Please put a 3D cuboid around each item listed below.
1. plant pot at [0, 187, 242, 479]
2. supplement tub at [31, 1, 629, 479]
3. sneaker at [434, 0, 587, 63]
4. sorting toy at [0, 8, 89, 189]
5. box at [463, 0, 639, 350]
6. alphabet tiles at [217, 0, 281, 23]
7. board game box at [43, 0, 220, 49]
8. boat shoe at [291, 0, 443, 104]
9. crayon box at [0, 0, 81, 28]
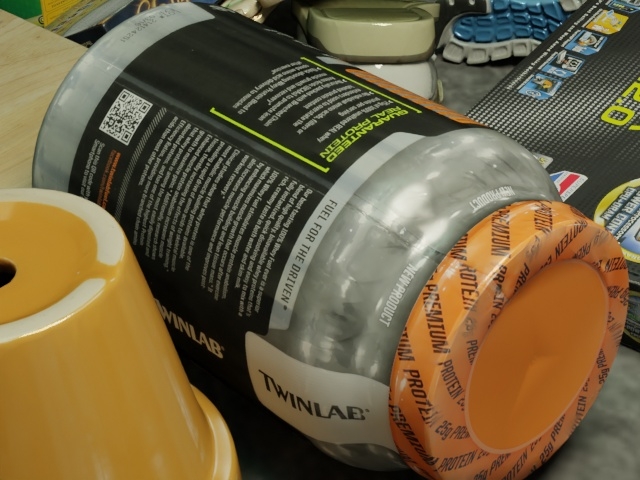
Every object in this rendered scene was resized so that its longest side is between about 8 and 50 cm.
[{"bbox_3d":[-0.144,0.085,0.767,0.205,0.188,0.205,-3,34,2],"label":"plant pot"},{"bbox_3d":[0.000,0.000,0.873,0.193,0.194,0.316,-29,41,-32],"label":"supplement tub"},{"bbox_3d":[0.183,-0.173,1.220,0.190,0.071,0.083,13,32,23],"label":"sneaker"},{"bbox_3d":[-0.257,-0.046,1.060,0.255,0.089,0.257,26,44,36],"label":"sorting toy"},{"bbox_3d":[0.211,-0.057,1.017,0.216,0.060,0.270,23,52,35],"label":"box"},{"bbox_3d":[-0.065,-0.185,1.202,0.278,0.021,0.284,-19,22,36],"label":"alphabet tiles"},{"bbox_3d":[-0.113,-0.200,1.215,0.243,0.042,0.165,-44,21,-30],"label":"board game box"},{"bbox_3d":[0.031,-0.118,1.116,0.113,0.103,0.302,2,13,4],"label":"boat shoe"},{"bbox_3d":[-0.166,-0.297,1.351,0.081,0.165,0.278,24,43,35],"label":"crayon box"}]
